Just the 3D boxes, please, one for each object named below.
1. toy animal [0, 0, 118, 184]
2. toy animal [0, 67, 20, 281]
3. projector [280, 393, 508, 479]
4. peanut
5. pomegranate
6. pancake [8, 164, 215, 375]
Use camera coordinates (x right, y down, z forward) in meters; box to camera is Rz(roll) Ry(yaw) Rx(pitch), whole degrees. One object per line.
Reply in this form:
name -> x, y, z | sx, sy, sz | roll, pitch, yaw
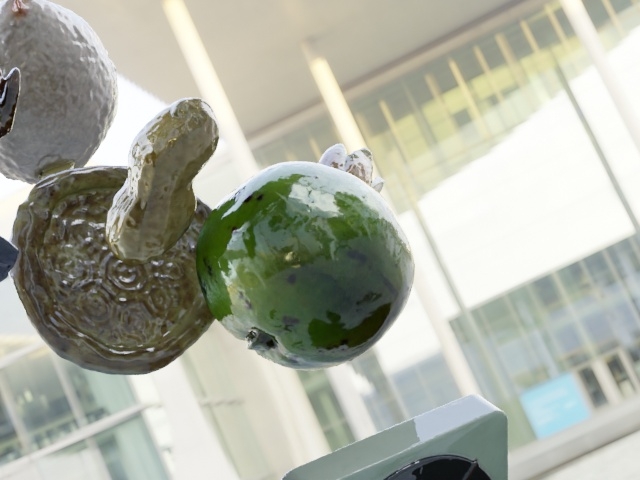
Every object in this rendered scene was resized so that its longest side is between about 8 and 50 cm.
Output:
toy animal -> -0.389, -0.198, 1.844 | 0.227, 0.188, 0.358 | -59, -22, -24
toy animal -> -0.358, -0.098, 1.171 | 0.122, 0.298, 0.185 | -16, -5, 26
projector -> 0.078, 0.311, 1.380 | 0.259, 0.257, 0.079 | -18, 29, -28
peanut -> -0.159, -0.059, 1.357 | 0.089, 0.089, 0.193 | -11, -47, -53
pomegranate -> 0.000, 0.000, 1.442 | 0.236, 0.236, 0.302 | -35, 17, 46
pancake -> -0.219, 0.029, 1.464 | 0.250, 0.250, 0.031 | -20, -10, -23
